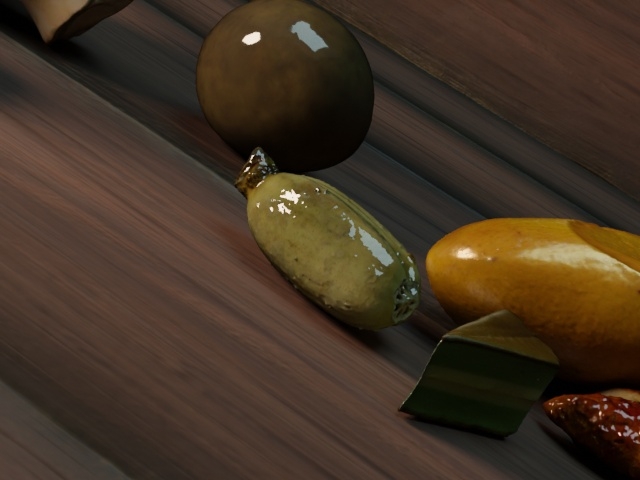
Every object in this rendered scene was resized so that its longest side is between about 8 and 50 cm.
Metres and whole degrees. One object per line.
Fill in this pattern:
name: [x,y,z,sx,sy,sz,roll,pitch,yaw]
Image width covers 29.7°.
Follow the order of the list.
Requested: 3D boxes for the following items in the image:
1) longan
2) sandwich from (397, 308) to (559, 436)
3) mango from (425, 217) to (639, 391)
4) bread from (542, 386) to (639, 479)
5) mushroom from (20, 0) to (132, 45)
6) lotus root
longan: [-0.038,-0.147,1.189,0.185,0.159,0.204,42,-27,-17]
sandwich: [0.095,0.084,0.852,0.116,0.074,0.074,17,22,-35]
mango: [0.207,0.051,1.021,0.257,0.138,0.187,15,5,-4]
bread: [0.303,0.173,0.912,0.269,0.095,0.139,32,8,23]
mushroom: [-0.307,-0.329,1.152,0.290,0.292,0.292,61,19,2]
lotus root: [-0.001,0.001,0.925,0.183,0.077,0.090,41,12,23]
